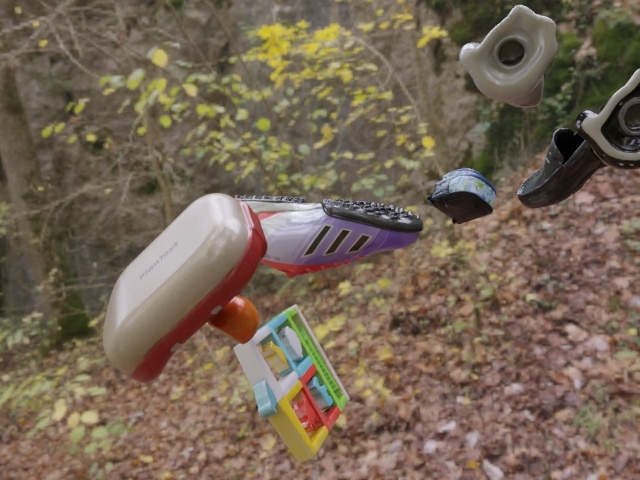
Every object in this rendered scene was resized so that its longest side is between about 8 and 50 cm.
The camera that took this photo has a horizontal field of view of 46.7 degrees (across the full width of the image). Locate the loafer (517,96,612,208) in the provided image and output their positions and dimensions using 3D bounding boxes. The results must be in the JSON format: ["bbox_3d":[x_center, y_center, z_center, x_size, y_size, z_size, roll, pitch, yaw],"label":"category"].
[{"bbox_3d":[0.334,-0.115,0.980,0.223,0.078,0.076,-43,15,53],"label":"loafer"}]

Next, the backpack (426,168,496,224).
[{"bbox_3d":[0.296,-0.095,1.500,0.105,0.084,0.114,34,-27,-28],"label":"backpack"}]

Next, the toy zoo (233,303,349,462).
[{"bbox_3d":[-0.042,0.216,1.142,0.030,0.192,0.293,-30,0,16],"label":"toy zoo"}]

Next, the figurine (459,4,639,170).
[{"bbox_3d":[0.261,-0.150,0.792,0.214,0.092,0.209,33,10,14],"label":"figurine"}]

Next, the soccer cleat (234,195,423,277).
[{"bbox_3d":[0.000,0.000,1.024,0.318,0.117,0.108,5,4,37],"label":"soccer cleat"}]

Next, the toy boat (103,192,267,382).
[{"bbox_3d":[-0.133,0.070,0.835,0.231,0.151,0.151,-43,31,12],"label":"toy boat"}]
